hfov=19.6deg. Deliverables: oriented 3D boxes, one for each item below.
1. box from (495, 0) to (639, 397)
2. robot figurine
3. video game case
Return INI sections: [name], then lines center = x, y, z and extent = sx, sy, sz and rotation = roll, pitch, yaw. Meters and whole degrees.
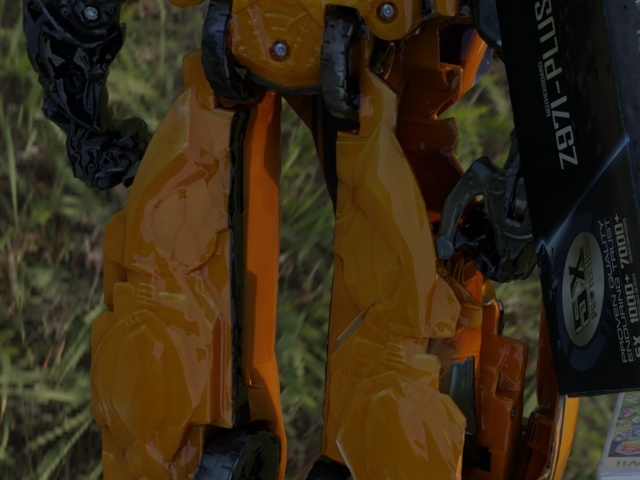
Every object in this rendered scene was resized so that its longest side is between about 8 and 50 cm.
[box]
center = 0.147, -0.044, 0.492
extent = 0.180, 0.077, 0.147
rotation = -8, 85, -13
[robot figurine]
center = 0.000, 0.000, 0.614
extent = 0.211, 0.085, 0.291
rotation = 13, 111, 25
[video game case]
center = 0.191, 0.095, 0.944
extent = 0.087, 0.122, 0.011
rotation = -4, 107, 17
